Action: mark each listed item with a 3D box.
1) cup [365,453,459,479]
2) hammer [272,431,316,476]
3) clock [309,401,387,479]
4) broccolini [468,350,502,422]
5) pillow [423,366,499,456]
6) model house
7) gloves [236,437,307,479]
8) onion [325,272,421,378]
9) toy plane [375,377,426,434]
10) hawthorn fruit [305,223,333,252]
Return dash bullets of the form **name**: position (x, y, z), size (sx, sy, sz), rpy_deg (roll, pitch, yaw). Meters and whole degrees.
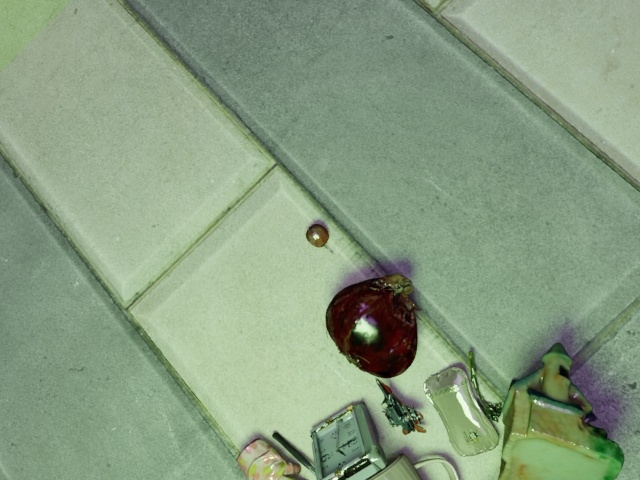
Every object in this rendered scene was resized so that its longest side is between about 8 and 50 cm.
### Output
- **cup**: position (0.226, 0.693, 1.374), size (0.288, 0.208, 0.273), rpy_deg (-35, 75, 14)
- **hammer**: position (-0.040, 0.616, 1.517), size (0.246, 0.103, 0.029), rpy_deg (34, 89, 28)
- **clock**: position (0.066, 0.549, 1.432), size (0.186, 0.253, 0.083), rpy_deg (-33, 107, 5)
- **broccolini**: position (0.426, 0.394, 1.467), size (0.052, 0.054, 0.194), rpy_deg (-31, 80, 36)
- **pillow**: position (0.373, 0.461, 1.469), size (0.130, 0.038, 0.233), rpy_deg (-30, 76, 20)
- **model house**: position (0.561, 0.427, 1.314), size (0.245, 0.312, 0.280), rpy_deg (13, 46, 16)
- **gloves**: position (-0.122, 0.668, 1.500), size (0.145, 0.126, 0.241), rpy_deg (-46, 68, -4)
- **onion**: position (0.146, 0.238, 1.461), size (0.280, 0.221, 0.281), rpy_deg (0, 83, 2)
- **toy plane**: position (0.199, 0.447, 1.465), size (0.189, 0.130, 0.061), rpy_deg (48, 49, -11)
- **hawthorn fruit**: position (0.000, 0.000, 1.619), size (0.066, 0.067, 0.103), rpy_deg (-32, 103, 5)
